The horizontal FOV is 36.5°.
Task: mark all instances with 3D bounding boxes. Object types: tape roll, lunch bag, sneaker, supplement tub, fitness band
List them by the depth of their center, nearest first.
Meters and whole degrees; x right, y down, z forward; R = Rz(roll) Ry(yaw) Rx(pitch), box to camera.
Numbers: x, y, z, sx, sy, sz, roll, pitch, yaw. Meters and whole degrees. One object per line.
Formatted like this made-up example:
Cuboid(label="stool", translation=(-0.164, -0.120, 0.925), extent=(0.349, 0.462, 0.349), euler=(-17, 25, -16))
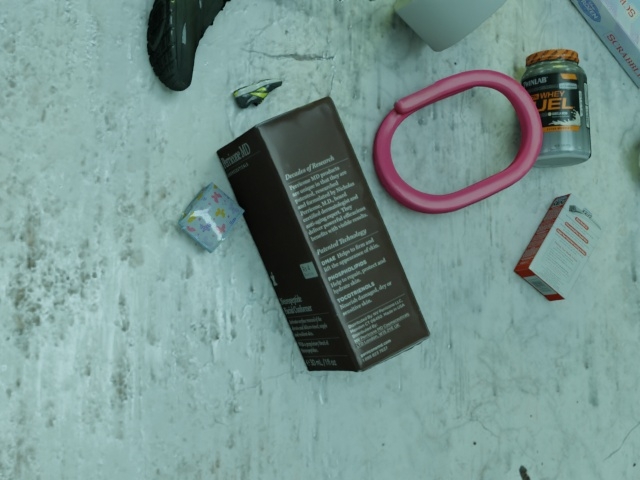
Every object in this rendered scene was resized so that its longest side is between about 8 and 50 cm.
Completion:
Cuboid(label="lunch bag", translation=(-0.168, -0.033, 1.453), extent=(0.071, 0.053, 0.083), euler=(40, 60, -16))
Cuboid(label="sneaker", translation=(-0.188, -0.364, 1.462), extent=(0.130, 0.109, 0.287), euler=(6, 83, -29))
Cuboid(label="sneaker", translation=(-0.097, -0.231, 1.525), extent=(0.083, 0.031, 0.035), euler=(-22, 106, -20))
Cuboid(label="tape roll", translation=(0.249, -0.439, 1.561), extent=(0.100, 0.286, 0.286), euler=(42, 69, -13))
Cuboid(label="fitness band", translation=(0.227, -0.163, 1.609), extent=(0.290, 0.054, 0.209), euler=(-24, 89, -11))
Cuboid(label="supplement tub", translation=(0.408, -0.229, 1.692), extent=(0.116, 0.117, 0.191), euler=(1, 82, -23))

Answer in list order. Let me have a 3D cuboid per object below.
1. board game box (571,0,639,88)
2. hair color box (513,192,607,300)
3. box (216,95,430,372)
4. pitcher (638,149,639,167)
Cuboid(label="board game box", translation=(0.616, -0.510, 1.845), extent=(0.319, 0.066, 0.318), euler=(49, 68, -11))
Cuboid(label="hair color box", translation=(0.421, 0.012, 1.701), extent=(0.093, 0.053, 0.167), euler=(39, 72, -13))
Cuboid(label="box", translation=(0.000, 0.000, 1.446), extent=(0.143, 0.191, 0.382), euler=(-23, 92, -24))
Cuboid(label="pitcher", translation=(0.671, -0.192, 1.810), extent=(0.207, 0.125, 0.178), euler=(-25, 73, -34))
